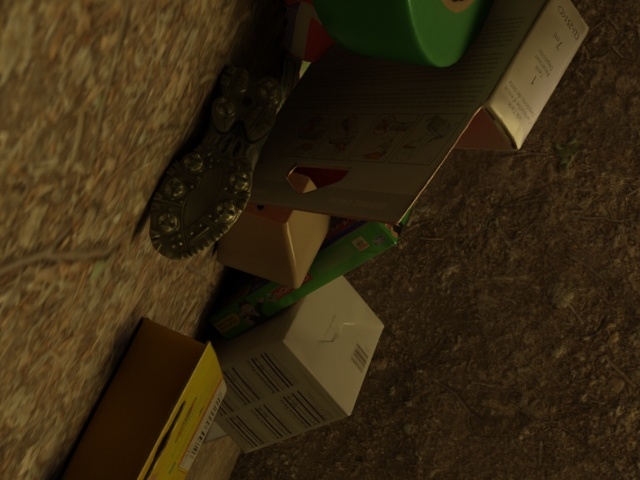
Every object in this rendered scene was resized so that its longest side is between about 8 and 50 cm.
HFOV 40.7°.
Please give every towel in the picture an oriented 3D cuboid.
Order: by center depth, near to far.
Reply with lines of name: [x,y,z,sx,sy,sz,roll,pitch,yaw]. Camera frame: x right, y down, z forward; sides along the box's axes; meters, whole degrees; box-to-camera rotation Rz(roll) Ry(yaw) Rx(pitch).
towel: [-0.005,-0.229,0.973,0.113,0.023,0.152,108,8,-65]

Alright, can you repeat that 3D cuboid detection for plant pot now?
plant pot: [-0.055,-0.028,0.999,0.096,0.109,0.109,88,25,-54]

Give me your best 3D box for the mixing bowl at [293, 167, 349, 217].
mixing bowl: [0.016,-0.115,1.188,0.181,0.098,0.181,-39,-165,12]

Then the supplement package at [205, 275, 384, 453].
supplement package: [-0.049,0.164,1.232,0.203,0.149,0.194,-28,-160,34]

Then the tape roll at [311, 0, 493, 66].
tape roll: [0.083,-0.292,0.626,0.321,0.077,0.321,14,90,-69]

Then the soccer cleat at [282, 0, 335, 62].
soccer cleat: [0.047,-0.276,0.825,0.318,0.108,0.116,-54,171,-50]

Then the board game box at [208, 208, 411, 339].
board game box: [0.000,0.000,1.183,0.317,0.046,0.213,-31,-163,35]

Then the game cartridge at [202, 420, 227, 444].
game cartridge: [-0.118,0.215,1.485,0.294,0.060,0.196,-61,154,12]

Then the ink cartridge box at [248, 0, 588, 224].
ink cartridge box: [0.061,-0.113,0.807,0.296,0.066,0.261,11,-117,54]

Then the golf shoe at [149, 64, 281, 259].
golf shoe: [-0.084,-0.054,0.714,0.176,0.069,0.086,-63,-179,-20]

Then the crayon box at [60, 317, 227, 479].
crayon box: [-0.177,0.201,0.881,0.318,0.081,0.202,104,11,-72]
